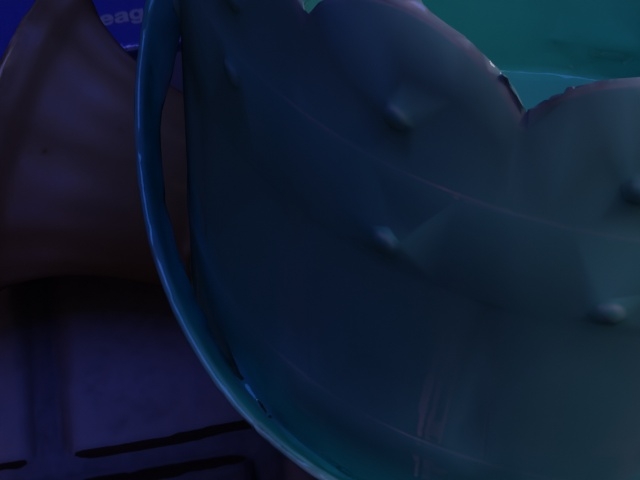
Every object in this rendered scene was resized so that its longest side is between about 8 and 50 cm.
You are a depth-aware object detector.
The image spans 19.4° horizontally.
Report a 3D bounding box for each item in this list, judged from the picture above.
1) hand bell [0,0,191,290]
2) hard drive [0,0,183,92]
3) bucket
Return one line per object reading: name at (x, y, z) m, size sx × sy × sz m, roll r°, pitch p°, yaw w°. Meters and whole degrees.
hand bell at (0.000, 0.000, 0.686) m, size 0.242 × 0.126 × 0.126 m, roll 18°, pitch 56°, yaw 4°
hard drive at (-0.133, -0.182, 0.856) m, size 0.210 × 0.040 × 0.318 m, roll -11°, pitch 53°, yaw -4°
bucket at (0.082, -0.050, 0.546) m, size 0.281 × 0.183 × 0.281 m, roll 3°, pitch 41°, yaw -3°
